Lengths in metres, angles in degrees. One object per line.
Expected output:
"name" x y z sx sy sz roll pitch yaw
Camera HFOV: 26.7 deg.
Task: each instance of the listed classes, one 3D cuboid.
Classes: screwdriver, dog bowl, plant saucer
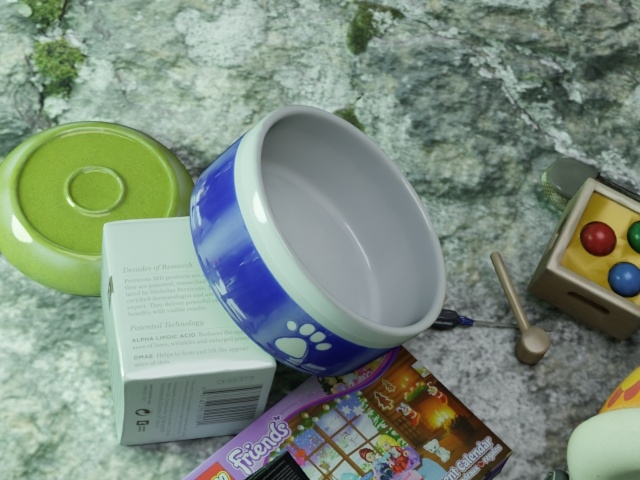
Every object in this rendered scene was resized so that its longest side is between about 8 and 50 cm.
"screwdriver" 0.185 0.097 1.529 0.170 0.024 0.025 11 85 -12
"dog bowl" 0.000 0.000 1.358 0.265 0.104 0.264 32 39 -31
"plant saucer" -0.255 -0.048 1.523 0.241 0.037 0.240 6 56 -8

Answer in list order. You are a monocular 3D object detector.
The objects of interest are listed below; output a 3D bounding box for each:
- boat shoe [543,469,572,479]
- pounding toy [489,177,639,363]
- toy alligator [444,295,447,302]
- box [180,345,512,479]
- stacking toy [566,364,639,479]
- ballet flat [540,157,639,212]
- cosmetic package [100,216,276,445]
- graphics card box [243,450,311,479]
"boat shoe" 0.197 0.308 1.352 0.065 0.075 0.206 28 60 4
"pounding toy" 0.283 0.040 1.507 0.181 0.094 0.206 28 68 3
"toy alligator" 0.051 0.037 1.507 0.190 0.051 0.056 6 45 0
"box" 0.025 0.241 1.372 0.293 0.057 0.201 -37 69 -29
"stacking toy" 0.474 0.089 1.353 0.351 0.350 0.479 22 64 4
"ballet flat" 0.375 -0.018 1.625 0.250 0.058 0.084 28 59 2
"cosmetic package" -0.141 0.091 1.382 0.152 0.151 0.183 -4 57 -14
"graphics card box" 0.002 0.389 1.148 0.371 0.094 0.233 52 38 2
